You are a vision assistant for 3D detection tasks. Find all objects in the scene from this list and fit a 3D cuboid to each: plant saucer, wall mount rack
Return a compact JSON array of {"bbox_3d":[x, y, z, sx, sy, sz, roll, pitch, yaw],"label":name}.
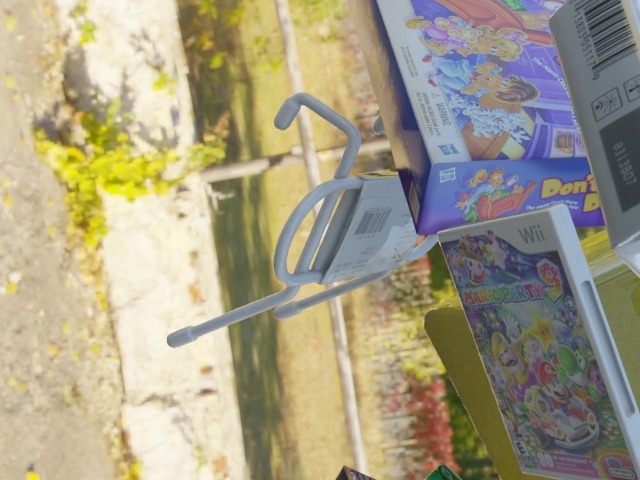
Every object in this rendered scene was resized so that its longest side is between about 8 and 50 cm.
[{"bbox_3d":[0.331,0.156,1.130,0.332,0.333,0.081,64,-18,11],"label":"plant saucer"},{"bbox_3d":[0.000,0.000,1.089,0.350,0.130,0.304,-7,127,-58],"label":"wall mount rack"}]

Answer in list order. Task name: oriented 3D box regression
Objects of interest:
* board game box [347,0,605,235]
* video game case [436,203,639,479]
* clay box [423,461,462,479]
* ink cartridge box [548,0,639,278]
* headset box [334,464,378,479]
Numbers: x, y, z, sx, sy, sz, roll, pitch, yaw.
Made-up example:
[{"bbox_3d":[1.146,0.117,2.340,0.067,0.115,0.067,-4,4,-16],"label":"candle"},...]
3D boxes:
[{"bbox_3d":[0.167,-0.154,0.925,0.347,0.233,0.078,-102,-167,-45],"label":"board game box"},{"bbox_3d":[0.096,0.048,0.452,0.087,0.011,0.122,-13,-83,65],"label":"video game case"},{"bbox_3d":[0.137,0.320,1.061,0.127,0.053,0.222,42,-25,23],"label":"clay box"},{"bbox_3d":[0.219,-0.014,0.584,0.232,0.066,0.189,36,35,-32],"label":"ink cartridge box"},{"bbox_3d":[0.035,0.237,0.897,0.062,0.083,0.032,-59,-163,11],"label":"headset box"}]
